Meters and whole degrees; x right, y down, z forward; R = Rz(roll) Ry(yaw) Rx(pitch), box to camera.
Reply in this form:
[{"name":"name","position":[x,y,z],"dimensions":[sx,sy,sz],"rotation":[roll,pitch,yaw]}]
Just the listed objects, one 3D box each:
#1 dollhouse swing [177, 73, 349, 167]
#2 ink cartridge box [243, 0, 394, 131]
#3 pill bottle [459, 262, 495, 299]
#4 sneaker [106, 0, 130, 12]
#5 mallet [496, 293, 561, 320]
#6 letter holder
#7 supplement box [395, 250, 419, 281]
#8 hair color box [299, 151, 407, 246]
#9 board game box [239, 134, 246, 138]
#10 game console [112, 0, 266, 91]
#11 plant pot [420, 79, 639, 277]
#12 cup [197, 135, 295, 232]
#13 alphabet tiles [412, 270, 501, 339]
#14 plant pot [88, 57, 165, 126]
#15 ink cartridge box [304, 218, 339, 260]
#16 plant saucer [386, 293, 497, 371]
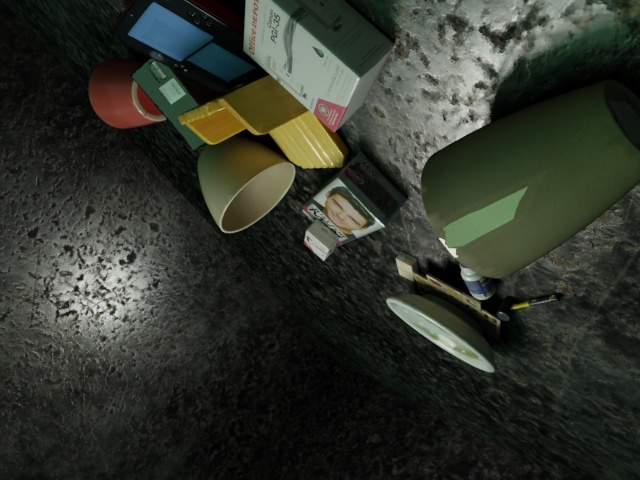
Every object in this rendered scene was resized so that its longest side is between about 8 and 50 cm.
[{"name":"dollhouse swing","position":[-0.152,-0.276,1.173],"dimensions":[0.346,0.315,0.305],"rotation":[12,133,54]},{"name":"ink cartridge box","position":[-0.019,-0.396,0.878],"dimensions":[0.283,0.117,0.207],"rotation":[42,161,2]},{"name":"pill bottle","position":[0.419,0.098,1.146],"dimensions":[0.067,0.067,0.120],"rotation":[13,146,54]},{"name":"sneaker","position":[-0.607,-0.772,1.310],"dimensions":[0.221,0.083,0.118],"rotation":[21,171,32]},{"name":"mallet","position":[0.528,0.170,1.094],"dimensions":[0.039,0.062,0.189],"rotation":[42,160,-3]},{"name":"letter holder","position":[-0.436,-0.503,1.449],"dimensions":[0.151,0.215,0.302],"rotation":[-19,121,32]},{"name":"supplement box","position":[0.290,0.088,1.415],"dimensions":[0.062,0.036,0.099],"rotation":[29,156,34]},{"name":"hair color box","position":[0.080,-0.107,1.297],"dimensions":[0.185,0.114,0.374],"rotation":[44,160,-7]},{"name":"board game box","position":[-0.317,-0.324,1.683],"dimensions":[0.194,0.060,0.194],"rotation":[19,150,49]},{"name":"game console","position":[-0.316,-0.498,1.085],"dimensions":[0.341,0.060,0.386],"rotation":[24,170,-37]},{"name":"plant pot","position":[0.344,-0.104,0.658],"dimensions":[0.256,0.256,0.274],"rotation":[44,144,-6]},{"name":"cup","position":[-0.285,-0.224,1.476],"dimensions":[0.237,0.331,0.331],"rotation":[47,162,12]},{"name":"alphabet tiles","position":[0.426,0.205,1.339],"dimensions":[0.285,0.011,0.342],"rotation":[31,169,31]},{"name":"plant pot","position":[-0.710,-0.570,1.661],"dimensions":[0.243,0.275,0.275],"rotation":[14,147,35]},{"name":"ink cartridge box","position":[0.000,0.000,1.423],"dimensions":[0.099,0.056,0.135],"rotation":[41,162,8]},{"name":"plant saucer","position":[0.408,0.275,1.404],"dimensions":[0.400,0.101,0.400],"rotation":[36,171,7]}]
